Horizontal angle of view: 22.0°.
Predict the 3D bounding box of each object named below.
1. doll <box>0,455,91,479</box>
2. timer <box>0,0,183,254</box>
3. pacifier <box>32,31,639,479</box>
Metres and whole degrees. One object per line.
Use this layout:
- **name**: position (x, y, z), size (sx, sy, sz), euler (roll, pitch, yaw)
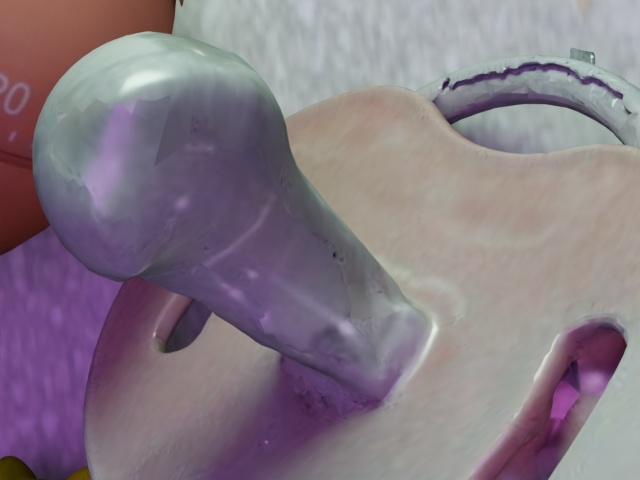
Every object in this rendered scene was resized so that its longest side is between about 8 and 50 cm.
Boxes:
- **doll**: position (-0.204, 0.165, 0.802), size (0.241, 0.099, 0.135), euler (-14, 67, 10)
- **timer**: position (-0.179, -0.106, 0.718), size (0.230, 0.229, 0.215), euler (38, 99, 7)
- **pacifier**: position (0.008, 0.029, 0.668), size (0.332, 0.273, 0.220), euler (22, 109, 50)
